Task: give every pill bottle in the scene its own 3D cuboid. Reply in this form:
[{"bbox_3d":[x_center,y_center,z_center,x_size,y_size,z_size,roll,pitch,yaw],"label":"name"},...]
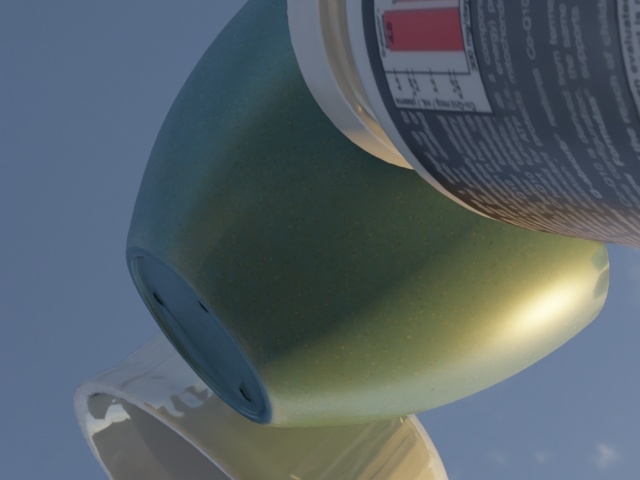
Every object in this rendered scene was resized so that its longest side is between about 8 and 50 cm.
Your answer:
[{"bbox_3d":[0.137,-0.100,0.619,0.210,0.363,0.210,-3,-82,-27],"label":"pill bottle"}]

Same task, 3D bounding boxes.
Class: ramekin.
[{"bbox_3d":[-0.036,0.165,1.120,0.135,0.277,0.277,-43,-73,-25],"label":"ramekin"}]

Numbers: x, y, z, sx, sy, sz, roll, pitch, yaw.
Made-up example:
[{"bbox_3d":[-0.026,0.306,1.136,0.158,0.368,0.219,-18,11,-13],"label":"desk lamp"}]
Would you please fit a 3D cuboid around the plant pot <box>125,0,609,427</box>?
[{"bbox_3d":[0.000,0.000,0.928,0.195,0.290,0.290,-39,-73,-20],"label":"plant pot"}]
